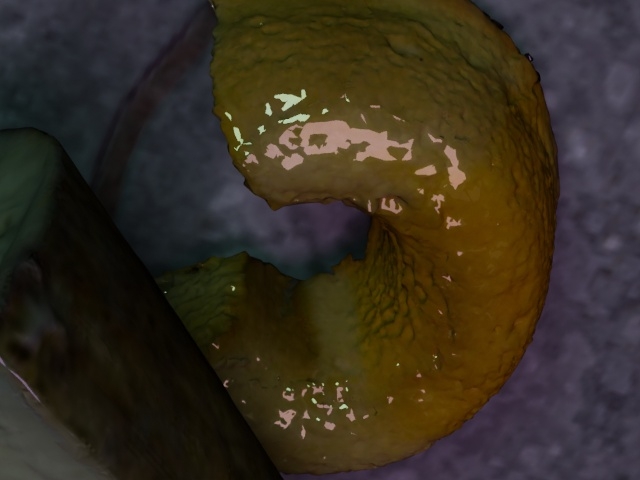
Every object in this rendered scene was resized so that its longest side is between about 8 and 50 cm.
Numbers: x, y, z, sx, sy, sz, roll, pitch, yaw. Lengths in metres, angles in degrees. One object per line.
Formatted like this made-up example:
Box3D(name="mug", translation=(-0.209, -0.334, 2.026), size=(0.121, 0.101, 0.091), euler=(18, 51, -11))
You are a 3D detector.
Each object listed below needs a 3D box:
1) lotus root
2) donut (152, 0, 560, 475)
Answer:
Box3D(name="lotus root", translation=(-0.102, 0.113, 0.634), size=(0.267, 0.149, 0.260), euler=(-22, 121, 30))
Box3D(name="donut", translation=(0.010, 0.005, 0.647), size=(0.146, 0.078, 0.181), euler=(16, 119, -13))
